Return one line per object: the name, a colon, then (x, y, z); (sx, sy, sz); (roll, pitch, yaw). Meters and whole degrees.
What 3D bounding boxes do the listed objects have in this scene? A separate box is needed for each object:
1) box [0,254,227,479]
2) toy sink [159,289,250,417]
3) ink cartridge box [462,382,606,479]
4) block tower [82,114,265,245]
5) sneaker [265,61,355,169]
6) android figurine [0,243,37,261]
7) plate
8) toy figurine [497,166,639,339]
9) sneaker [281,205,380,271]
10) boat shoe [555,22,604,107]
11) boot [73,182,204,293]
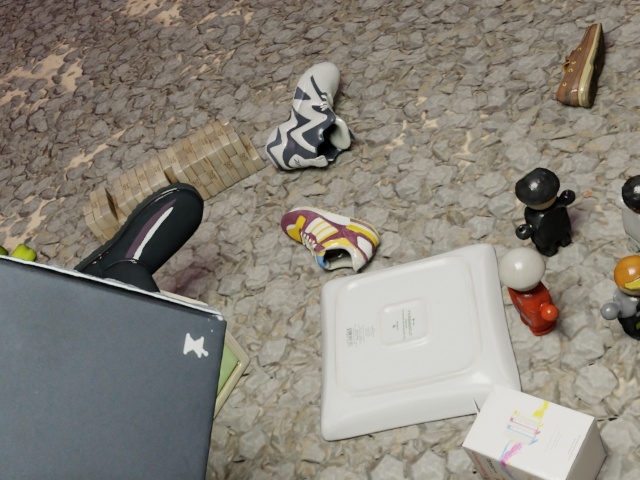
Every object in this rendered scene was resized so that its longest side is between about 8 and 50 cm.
box: (-0.364, 0.298, 0.847); (0.472, 0.297, 0.480); (-15, 63, 48)
toy sink: (-0.230, 0.214, 1.195); (0.131, 0.153, 0.234); (12, 57, 35)
ink cartridge box: (0.241, 0.239, 0.963); (0.143, 0.092, 0.090); (14, 59, 38)
block tower: (-0.278, -0.109, 1.558); (0.335, 0.097, 0.091); (-29, 44, 0)
sneaker: (0.015, -0.224, 1.506); (0.153, 0.094, 0.235); (13, 58, 35)
android figurine: (-0.655, 0.122, 1.575); (0.248, 0.056, 0.273); (1, 51, 29)
plate: (0.122, 0.127, 1.163); (0.278, 0.045, 0.277); (-15, 46, 16)
toy figurine: (0.346, 0.011, 1.074); (0.209, 0.148, 0.213); (2, 52, 30)
sneaker: (0.000, 0.000, 1.326); (0.185, 0.069, 0.084); (10, 51, 35)
boat shoe: (0.430, -0.294, 1.368); (0.060, 0.064, 0.178); (5, 56, 29)
boot: (-0.238, 0.052, 1.165); (0.246, 0.094, 0.207); (-40, 40, 0)
